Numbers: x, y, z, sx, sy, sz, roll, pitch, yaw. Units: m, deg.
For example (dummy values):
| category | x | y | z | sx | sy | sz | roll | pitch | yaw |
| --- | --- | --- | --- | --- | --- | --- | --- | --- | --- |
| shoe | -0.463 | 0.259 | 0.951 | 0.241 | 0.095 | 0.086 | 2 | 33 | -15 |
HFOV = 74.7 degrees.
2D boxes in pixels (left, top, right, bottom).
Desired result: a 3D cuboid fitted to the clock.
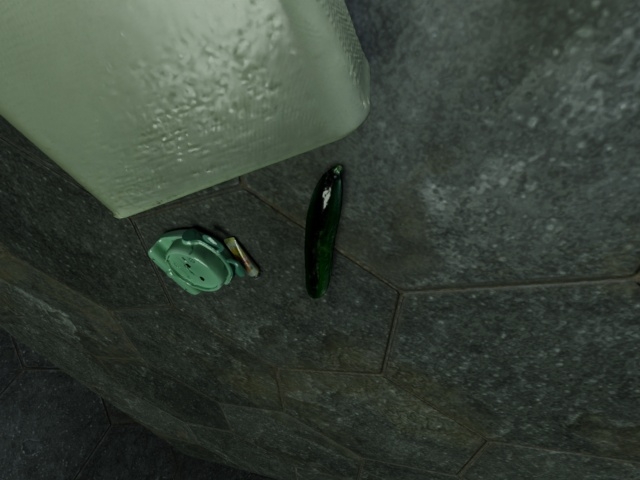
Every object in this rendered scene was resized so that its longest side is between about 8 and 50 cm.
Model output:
| category | x | y | z | sx | sy | sz | roll | pitch | yaw |
| --- | --- | --- | --- | --- | --- | --- | --- | --- | --- |
| clock | -0.244 | 0.042 | 0.842 | 0.188 | 0.060 | 0.148 | -12 | 128 | 39 |

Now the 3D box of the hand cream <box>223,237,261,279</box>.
| category | x | y | z | sx | sy | sz | roll | pitch | yaw |
| --- | --- | --- | --- | --- | --- | --- | --- | --- | --- |
| hand cream | -0.151 | 0.035 | 0.821 | 0.035 | 0.022 | 0.102 | -6 | 127 | 43 |

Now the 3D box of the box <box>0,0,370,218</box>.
| category | x | y | z | sx | sy | sz | roll | pitch | yaw |
| --- | --- | --- | --- | --- | --- | --- | --- | --- | --- |
| box | -0.170 | -0.221 | 0.375 | 0.351 | 0.177 | 0.344 | -16 | 131 | 21 |

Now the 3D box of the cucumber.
| category | x | y | z | sx | sy | sz | roll | pitch | yaw |
| --- | --- | --- | --- | --- | --- | --- | --- | --- | --- |
| cucumber | 0.000 | 0.000 | 0.676 | 0.056 | 0.056 | 0.284 | 18 | 135 | 10 |
